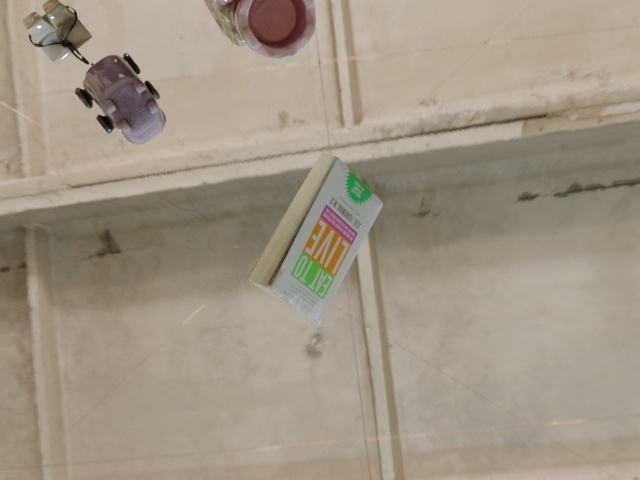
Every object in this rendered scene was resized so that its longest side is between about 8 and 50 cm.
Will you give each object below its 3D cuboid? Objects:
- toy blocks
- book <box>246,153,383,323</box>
[{"bbox_3d":[-0.109,-0.251,0.602,0.309,0.260,0.288,-38,-62,-5],"label":"toy blocks"},{"bbox_3d":[0.000,0.000,0.783,0.035,0.096,0.144,17,-105,43],"label":"book"}]
